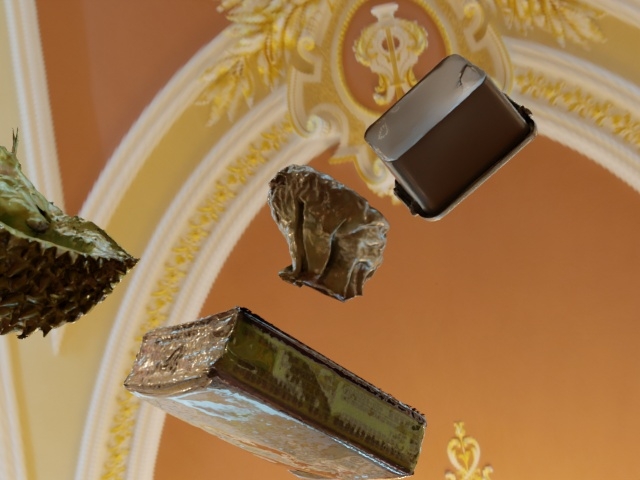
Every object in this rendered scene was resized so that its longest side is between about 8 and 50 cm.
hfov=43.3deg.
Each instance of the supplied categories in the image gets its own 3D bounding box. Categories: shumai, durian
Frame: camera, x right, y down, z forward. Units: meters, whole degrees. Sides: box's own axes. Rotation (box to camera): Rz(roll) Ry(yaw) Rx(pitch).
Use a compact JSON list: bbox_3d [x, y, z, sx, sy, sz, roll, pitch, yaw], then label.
[{"bbox_3d":[-0.005,-0.003,1.045,0.184,0.184,0.141,31,-96,9],"label":"shumai"},{"bbox_3d":[-0.368,-0.005,0.956,0.355,0.170,0.157,38,-49,36],"label":"durian"}]

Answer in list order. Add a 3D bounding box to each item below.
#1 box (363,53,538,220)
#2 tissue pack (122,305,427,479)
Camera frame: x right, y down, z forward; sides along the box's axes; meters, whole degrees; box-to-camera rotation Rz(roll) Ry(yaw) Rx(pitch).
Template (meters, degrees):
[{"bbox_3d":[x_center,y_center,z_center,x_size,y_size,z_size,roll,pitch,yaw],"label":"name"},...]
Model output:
[{"bbox_3d":[0.193,-0.166,1.255,0.243,0.163,0.135,-41,-56,7],"label":"box"},{"bbox_3d":[-0.070,0.256,1.255,0.394,0.288,0.124,34,-123,-28],"label":"tissue pack"}]
